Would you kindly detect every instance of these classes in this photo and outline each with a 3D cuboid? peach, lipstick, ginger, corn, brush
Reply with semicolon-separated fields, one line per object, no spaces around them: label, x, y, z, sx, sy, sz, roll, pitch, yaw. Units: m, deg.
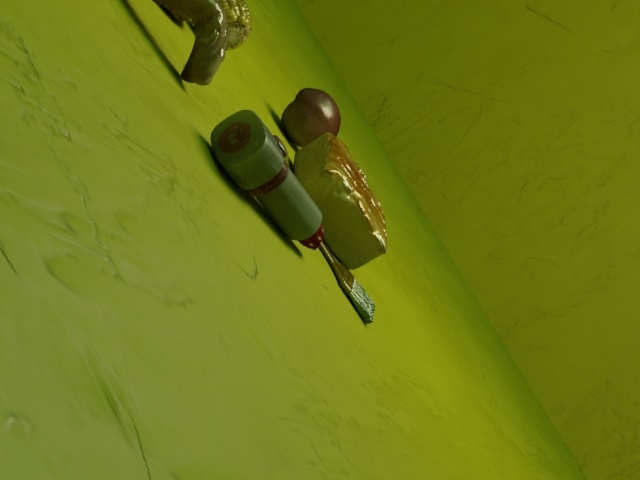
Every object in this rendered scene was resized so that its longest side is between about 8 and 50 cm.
peach;-0.010;-0.160;1.810;0.083;0.083;0.083;55;8;-12
lipstick;-0.037;-0.046;1.324;0.186;0.057;0.063;52;9;-48
ginger;-0.179;-0.278;1.340;0.288;0.075;0.089;53;3;-1
corn;-0.139;-0.308;1.663;0.072;0.072;0.203;47;13;-51
brush;0.000;0.000;1.518;0.205;0.011;0.083;56;9;-6

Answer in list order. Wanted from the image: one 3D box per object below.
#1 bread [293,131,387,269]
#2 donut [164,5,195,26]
bread;0.024;-0.048;1.633;0.125;0.068;0.188;55;8;-14
donut;-0.169;-0.321;1.532;0.174;0.068;0.174;55;7;-11
